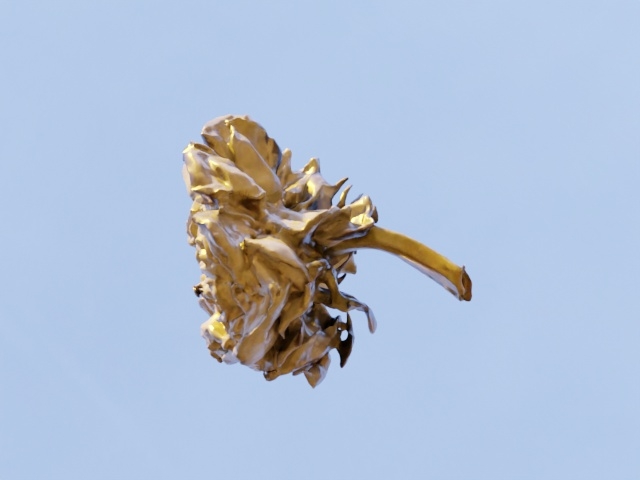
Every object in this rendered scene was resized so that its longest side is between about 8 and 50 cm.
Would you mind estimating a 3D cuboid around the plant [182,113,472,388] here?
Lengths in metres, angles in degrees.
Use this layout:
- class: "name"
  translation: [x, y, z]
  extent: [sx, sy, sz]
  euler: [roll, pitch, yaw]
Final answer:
- class: "plant"
  translation: [0.000, 0.000, 0.775]
  extent: [0.122, 0.104, 0.117]
  euler: [-7, -112, 10]
